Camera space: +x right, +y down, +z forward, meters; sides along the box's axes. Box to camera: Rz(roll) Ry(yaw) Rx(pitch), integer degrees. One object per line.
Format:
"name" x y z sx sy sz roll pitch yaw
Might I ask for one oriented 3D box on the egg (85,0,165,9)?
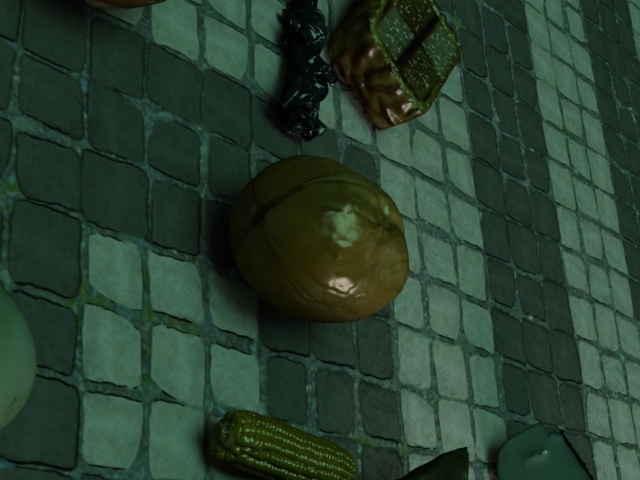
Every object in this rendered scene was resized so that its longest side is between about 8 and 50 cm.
"egg" -0.194 -0.349 1.169 0.203 0.203 0.245 57 44 -15

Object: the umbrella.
"umbrella" -0.015 -0.235 1.448 0.080 0.071 0.224 66 20 -54

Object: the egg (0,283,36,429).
"egg" -0.308 0.080 0.851 0.192 0.149 0.149 40 45 -34

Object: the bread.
"bread" 0.106 -0.276 1.592 0.181 0.096 0.222 53 41 -20

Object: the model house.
"model house" 0.321 0.342 1.563 0.148 0.119 0.148 58 6 25

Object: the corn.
"corn" -0.039 0.229 1.184 0.207 0.068 0.068 30 51 -43

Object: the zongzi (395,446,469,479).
"zongzi" 0.014 0.297 1.134 0.356 0.174 0.393 28 35 -16

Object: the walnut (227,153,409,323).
"walnut" 0.000 0.000 1.260 0.225 0.193 0.193 18 59 -57
